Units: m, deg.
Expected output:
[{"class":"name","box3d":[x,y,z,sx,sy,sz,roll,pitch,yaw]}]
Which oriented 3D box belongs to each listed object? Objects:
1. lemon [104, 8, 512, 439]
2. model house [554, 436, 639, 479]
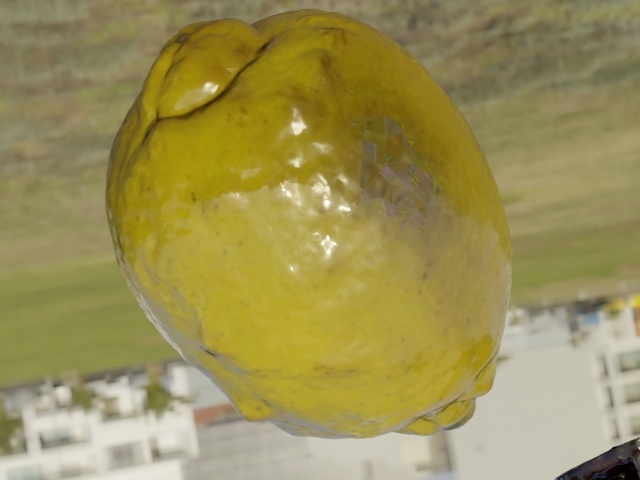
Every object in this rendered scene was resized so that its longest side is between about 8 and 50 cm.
[{"class":"lemon","box3d":[-0.005,-0.006,1.200,0.285,0.285,0.316,-10,139,7]},{"class":"model house","box3d":[0.410,0.396,2.079,0.297,0.282,0.317,-8,161,-40]}]
